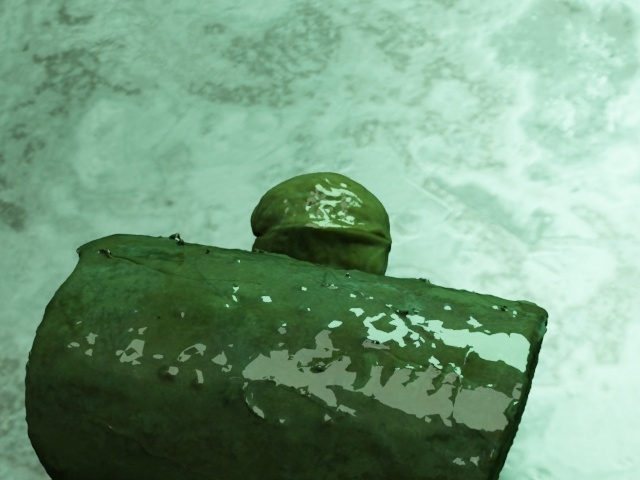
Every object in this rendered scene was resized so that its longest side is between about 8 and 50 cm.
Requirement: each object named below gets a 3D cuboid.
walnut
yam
[{"bbox_3d":[0.000,0.000,1.126,0.092,0.092,0.092,-5,53,6],"label":"walnut"},{"bbox_3d":[-0.014,0.090,1.015,0.268,0.161,0.161,10,56,15],"label":"yam"}]
